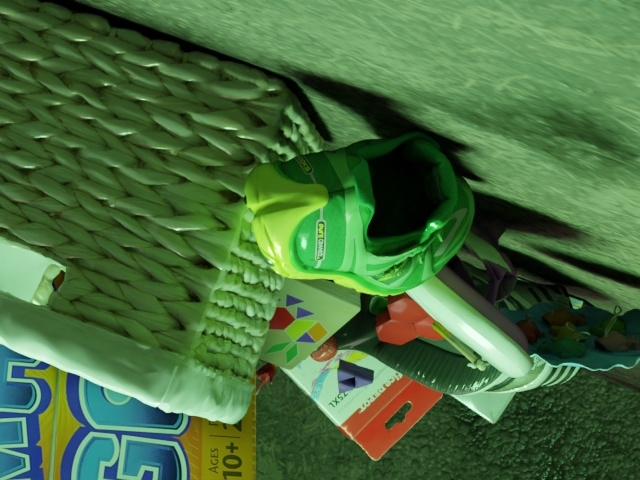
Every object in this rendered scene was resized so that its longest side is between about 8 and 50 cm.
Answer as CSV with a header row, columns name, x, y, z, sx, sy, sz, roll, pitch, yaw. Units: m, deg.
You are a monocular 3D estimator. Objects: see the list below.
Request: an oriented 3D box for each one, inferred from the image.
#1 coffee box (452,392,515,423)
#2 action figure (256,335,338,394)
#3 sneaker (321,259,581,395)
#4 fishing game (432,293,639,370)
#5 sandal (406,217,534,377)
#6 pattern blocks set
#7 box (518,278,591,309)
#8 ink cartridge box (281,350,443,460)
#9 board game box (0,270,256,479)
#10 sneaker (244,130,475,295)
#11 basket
name,x,y,z,sx,sy,sz,roll,pitch,yaw
coffee box,0.220,0.142,2.478,0.098,0.141,0.246,34,-179,4
action figure,-0.080,0.049,2.127,0.280,0.139,0.091,53,-174,35
sneaker,0.107,0.074,2.203,0.447,0.169,0.257,26,-172,40
fishing game,0.246,0.081,1.853,0.264,0.041,0.189,-2,-164,-11
sandal,0.116,0.007,1.785,0.169,0.102,0.416,37,-175,-16
pattern blocks set,-0.060,0.065,1.935,0.325,0.026,0.285,30,134,-30
box,0.292,0.083,2.362,0.094,0.027,0.137,19,176,26
ink cartridge box,0.038,0.156,2.446,0.231,0.134,0.078,46,175,0
board game box,-0.257,0.231,1.833,0.356,0.356,0.356,4,141,-8
sneaker,0.057,-0.018,1.447,0.123,0.109,0.295,-14,175,27
basket,-0.189,-0.029,1.556,0.328,0.266,0.331,20,177,9
